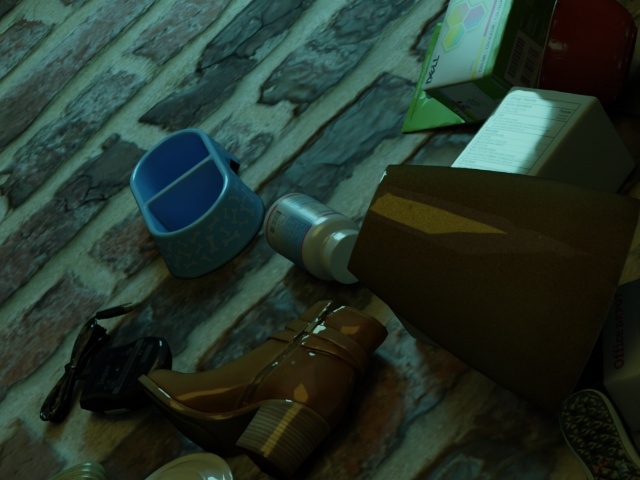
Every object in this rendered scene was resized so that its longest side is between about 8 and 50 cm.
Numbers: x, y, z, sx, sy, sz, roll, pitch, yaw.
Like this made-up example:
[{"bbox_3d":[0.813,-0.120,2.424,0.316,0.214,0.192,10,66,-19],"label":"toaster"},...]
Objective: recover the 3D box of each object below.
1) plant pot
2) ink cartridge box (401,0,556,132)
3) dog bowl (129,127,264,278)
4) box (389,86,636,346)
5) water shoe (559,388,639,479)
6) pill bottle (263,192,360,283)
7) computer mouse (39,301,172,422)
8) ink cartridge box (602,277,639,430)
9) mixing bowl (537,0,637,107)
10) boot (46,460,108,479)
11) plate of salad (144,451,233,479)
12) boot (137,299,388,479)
[{"bbox_3d":[0.166,0.021,1.701,0.254,0.237,0.237,22,55,4],"label":"plant pot"},{"bbox_3d":[0.188,-0.253,2.182,0.255,0.097,0.189,-7,59,50],"label":"ink cartridge box"},{"bbox_3d":[-0.187,-0.063,2.384,0.166,0.074,0.297,-36,32,3],"label":"dog bowl"},{"bbox_3d":[0.211,-0.026,1.918,0.311,0.121,0.148,-50,35,-18],"label":"box"},{"bbox_3d":[0.293,0.235,1.574,0.073,0.080,0.203,-28,59,20],"label":"water shoe"},{"bbox_3d":[0.000,0.000,2.117,0.087,0.087,0.160,-44,34,-10],"label":"pill bottle"},{"bbox_3d":[-0.255,0.157,2.197,0.262,0.060,0.184,-19,40,45],"label":"computer mouse"},{"bbox_3d":[0.382,0.093,1.651,0.190,0.082,0.140,-19,37,23],"label":"ink cartridge box"},{"bbox_3d":[0.332,-0.230,2.039,0.098,0.181,0.181,13,51,12],"label":"mixing bowl"},{"bbox_3d":[-0.339,0.395,1.950,0.262,0.095,0.203,-51,19,13],"label":"boot"},{"bbox_3d":[-0.174,0.332,1.909,0.199,0.048,0.200,-29,33,21],"label":"plate of salad"},{"bbox_3d":[-0.071,0.150,1.978,0.283,0.109,0.220,12,59,47],"label":"boot"}]
